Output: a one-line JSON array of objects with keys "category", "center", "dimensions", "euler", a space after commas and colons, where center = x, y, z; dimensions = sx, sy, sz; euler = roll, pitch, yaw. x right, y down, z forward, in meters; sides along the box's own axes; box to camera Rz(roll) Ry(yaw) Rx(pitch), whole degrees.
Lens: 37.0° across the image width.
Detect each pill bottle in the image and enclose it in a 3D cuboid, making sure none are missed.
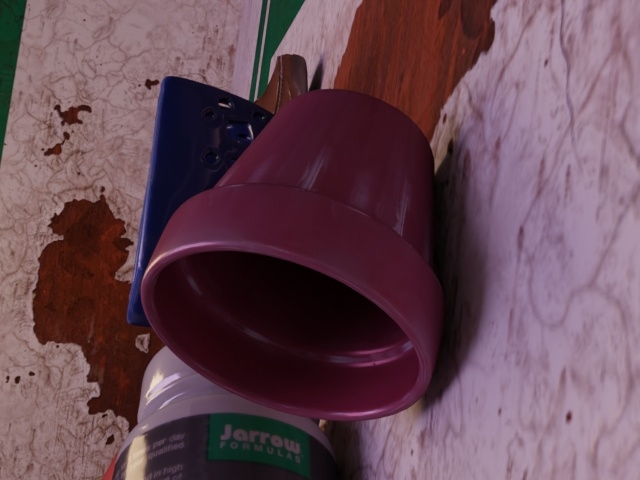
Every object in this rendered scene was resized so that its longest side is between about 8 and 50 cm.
[{"category": "pill bottle", "center": [-0.081, 0.261, 0.805], "dimensions": [0.361, 0.204, 0.204], "euler": [-95, 17, -47]}]

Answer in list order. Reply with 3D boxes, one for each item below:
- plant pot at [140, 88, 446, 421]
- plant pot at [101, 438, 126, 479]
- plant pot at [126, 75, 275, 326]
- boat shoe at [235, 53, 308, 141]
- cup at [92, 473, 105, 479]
[{"category": "plant pot", "center": [0.000, 0.000, 0.673], "dimensions": [0.201, 0.201, 0.180], "euler": [113, 178, -54]}, {"category": "plant pot", "center": [-0.189, 0.389, 1.182], "dimensions": [0.275, 0.275, 0.243], "euler": [138, 150, -74]}, {"category": "plant pot", "center": [-0.100, -0.025, 1.102], "dimensions": [0.236, 0.212, 0.236], "euler": [122, 154, -67]}, {"category": "boat shoe", "center": [-0.092, -0.134, 1.397], "dimensions": [0.324, 0.116, 0.123], "euler": [109, 165, -44]}, {"category": "cup", "center": [-0.280, 0.495, 1.583], "dimensions": [0.331, 0.237, 0.331], "euler": [-171, 90, -79]}]
